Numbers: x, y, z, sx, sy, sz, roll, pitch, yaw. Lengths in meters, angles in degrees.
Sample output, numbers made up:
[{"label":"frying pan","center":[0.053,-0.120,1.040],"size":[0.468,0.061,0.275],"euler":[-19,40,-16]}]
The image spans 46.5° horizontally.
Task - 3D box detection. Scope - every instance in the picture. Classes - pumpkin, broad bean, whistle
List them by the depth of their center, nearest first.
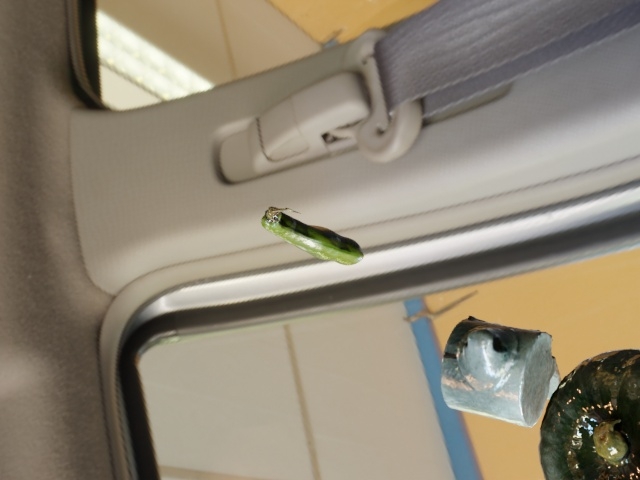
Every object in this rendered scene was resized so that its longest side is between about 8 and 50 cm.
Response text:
[{"label":"pumpkin","center":[0.462,0.306,1.076],"size":[0.207,0.300,0.300],"euler":[14,-129,-44]},{"label":"broad bean","center":[-0.010,-0.003,1.276],"size":[0.318,0.098,0.056],"euler":[26,-99,-62]},{"label":"whistle","center":[0.388,0.257,1.527],"size":[0.404,0.168,0.188],"euler":[2,-86,-57]}]
